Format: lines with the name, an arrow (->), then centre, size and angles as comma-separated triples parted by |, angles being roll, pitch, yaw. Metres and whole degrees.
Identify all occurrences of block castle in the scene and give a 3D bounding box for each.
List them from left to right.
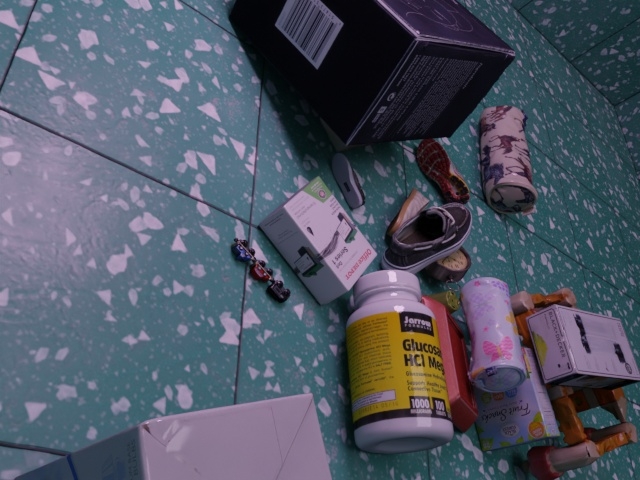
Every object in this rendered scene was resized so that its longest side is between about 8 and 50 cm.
block castle -> 0.583, 0.356, 1.616 | 0.303, 0.213, 0.453 | -1, 64, -41

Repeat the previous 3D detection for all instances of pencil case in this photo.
pencil case -> 0.397, 0.216, 1.458 | 0.113, 0.124, 0.273 | 42, 36, -34
pencil case -> 0.629, -0.271, 2.094 | 0.184, 0.160, 0.410 | 22, 50, -18

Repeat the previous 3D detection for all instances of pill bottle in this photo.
pill bottle -> 0.148, 0.237, 1.244 | 0.188, 0.188, 0.333 | 21, 52, -37

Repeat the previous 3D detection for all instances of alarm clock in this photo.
alarm clock -> 0.320, 0.064, 1.600 | 0.129, 0.064, 0.192 | 12, 36, -15

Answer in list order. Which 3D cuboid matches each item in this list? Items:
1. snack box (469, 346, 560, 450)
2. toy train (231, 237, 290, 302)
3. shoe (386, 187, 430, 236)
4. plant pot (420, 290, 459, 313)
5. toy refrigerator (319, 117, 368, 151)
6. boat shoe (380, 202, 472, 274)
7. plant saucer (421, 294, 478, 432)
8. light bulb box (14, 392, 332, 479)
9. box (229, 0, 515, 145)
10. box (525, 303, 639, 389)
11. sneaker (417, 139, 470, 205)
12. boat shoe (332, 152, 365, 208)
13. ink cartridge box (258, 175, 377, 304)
snack box -> 0.445, 0.376, 1.478 | 0.070, 0.174, 0.207 | 13, 57, -43
toy train -> -0.118, 0.060, 1.209 | 0.158, 0.027, 0.036 | 50, 51, -11
shoe -> 0.230, -0.068, 1.606 | 0.058, 0.076, 0.219 | 33, 39, 4
plant pot -> 0.296, 0.159, 1.535 | 0.083, 0.079, 0.083 | 26, 49, -34
toy refrigerator -> 0.128, -0.314, 1.649 | 0.270, 0.094, 0.102 | -21, 82, -50
boat shoe -> 0.282, -0.022, 1.536 | 0.121, 0.119, 0.335 | 37, 48, 20
plant saucer -> 0.297, 0.278, 1.405 | 0.258, 0.048, 0.259 | 48, 34, -54
light bulb box -> -0.158, 0.393, 0.690 | 0.225, 0.361, 0.357 | 5, 63, -43
box -> 0.130, -0.498, 1.511 | 0.472, 0.297, 0.480 | -15, 58, -48
box -> 0.634, 0.261, 1.501 | 0.290, 0.087, 0.169 | 12, 56, -36
sneaker -> 0.360, -0.200, 1.843 | 0.225, 0.088, 0.093 | 59, 19, 0
boat shoe -> 0.069, -0.145, 1.521 | 0.040, 0.049, 0.142 | -15, 84, -56
ink cartridge box -> 0.000, 0.000, 1.316 | 0.219, 0.093, 0.160 | 52, 40, -8
